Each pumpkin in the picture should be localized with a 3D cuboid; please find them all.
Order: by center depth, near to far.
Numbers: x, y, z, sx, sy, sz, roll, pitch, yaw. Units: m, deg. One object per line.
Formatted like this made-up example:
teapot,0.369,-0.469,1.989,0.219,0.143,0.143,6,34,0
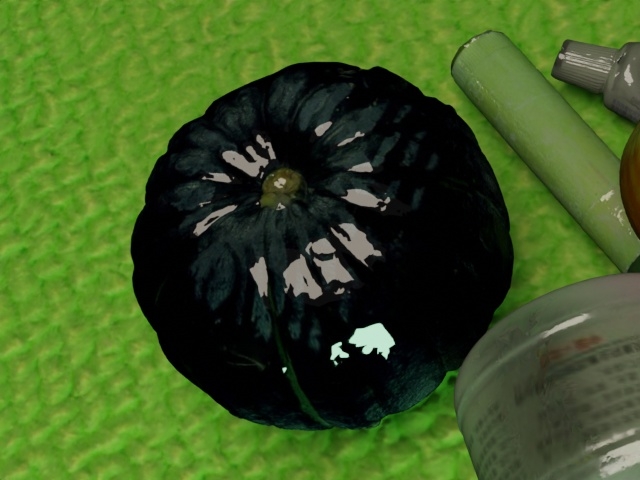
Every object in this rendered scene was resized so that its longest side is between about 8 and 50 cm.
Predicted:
pumpkin,0.000,0.000,1.254,0.363,0.266,0.363,-11,62,20

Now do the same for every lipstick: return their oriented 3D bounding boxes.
lipstick,0.238,-0.091,1.308,0.076,0.076,0.304,-37,61,4

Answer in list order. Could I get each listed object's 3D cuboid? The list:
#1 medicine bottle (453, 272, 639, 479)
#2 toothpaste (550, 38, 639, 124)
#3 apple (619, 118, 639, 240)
medicine bottle,0.259,0.206,1.065,0.241,0.241,0.302,-25,55,10
toothpaste,0.365,-0.141,1.292,0.282,0.068,0.099,19,104,20
apple,0.392,-0.076,1.113,0.233,0.286,0.286,31,82,7
